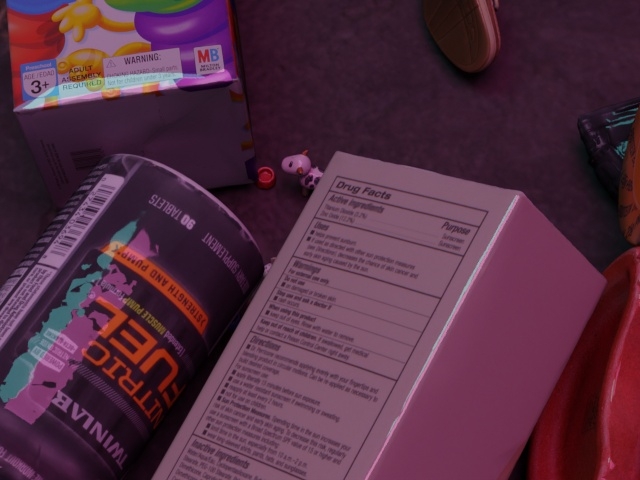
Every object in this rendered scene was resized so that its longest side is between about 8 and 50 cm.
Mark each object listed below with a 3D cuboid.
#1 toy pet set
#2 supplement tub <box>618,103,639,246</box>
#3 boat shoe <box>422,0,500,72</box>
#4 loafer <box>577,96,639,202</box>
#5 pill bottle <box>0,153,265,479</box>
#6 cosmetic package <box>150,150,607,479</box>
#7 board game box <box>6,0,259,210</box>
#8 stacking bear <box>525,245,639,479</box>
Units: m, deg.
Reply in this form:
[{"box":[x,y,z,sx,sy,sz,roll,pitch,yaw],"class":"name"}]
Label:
[{"box":[0.000,0.000,1.176,0.114,0.065,0.122,10,65,2],"class":"toy pet set"},{"box":[0.357,-0.025,1.106,0.316,0.193,0.193,17,65,-7],"class":"supplement tub"},{"box":[0.098,-0.186,1.279,0.048,0.056,0.153,-1,54,-37],"class":"boat shoe"},{"box":[0.282,-0.100,1.230,0.223,0.076,0.078,-25,76,-9],"class":"loafer"},{"box":[-0.150,0.077,1.099,0.130,0.130,0.245,30,68,11],"class":"pill bottle"},{"box":[0.016,0.115,1.033,0.160,0.113,0.309,17,71,47],"class":"cosmetic package"},{"box":[-0.132,-0.180,1.208,0.142,0.144,0.275,-9,65,-1],"class":"board game box"},{"box":[0.284,0.137,1.076,0.289,0.164,0.175,16,71,-7],"class":"stacking bear"}]
